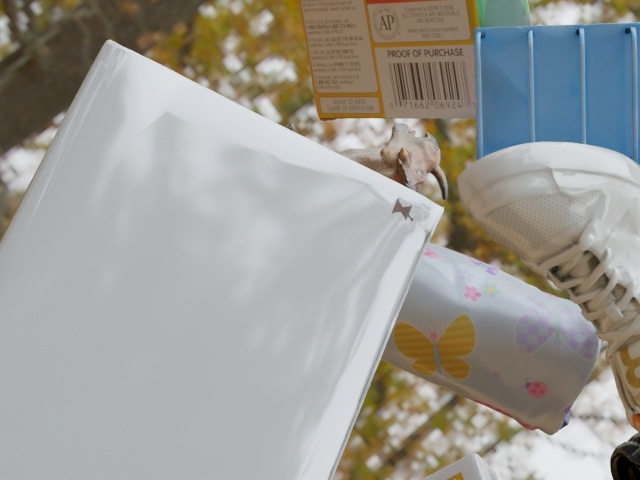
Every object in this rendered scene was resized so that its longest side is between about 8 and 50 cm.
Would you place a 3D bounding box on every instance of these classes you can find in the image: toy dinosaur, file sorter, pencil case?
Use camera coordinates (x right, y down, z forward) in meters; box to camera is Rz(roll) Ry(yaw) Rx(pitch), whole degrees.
[{"bbox_3d":[0.000,0.000,1.769,0.200,0.295,0.127,29,7,-15],"label":"toy dinosaur"},{"bbox_3d":[0.206,-0.112,1.368,0.104,0.170,0.118,-44,133,-80],"label":"file sorter"},{"bbox_3d":[0.107,0.061,1.469,0.273,0.124,0.113,24,-57,-2],"label":"pencil case"}]

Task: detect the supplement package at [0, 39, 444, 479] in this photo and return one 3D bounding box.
[{"bbox_3d":[-0.088,0.067,0.924,0.204,0.261,0.145,26,-22,-8],"label":"supplement package"}]

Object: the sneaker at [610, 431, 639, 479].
[{"bbox_3d":[0.344,0.154,1.400,0.104,0.147,0.296,51,-33,7],"label":"sneaker"}]

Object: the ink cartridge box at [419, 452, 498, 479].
[{"bbox_3d":[0.031,0.371,1.717,0.069,0.371,0.175,49,18,-47],"label":"ink cartridge box"}]

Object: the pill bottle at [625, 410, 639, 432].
[{"bbox_3d":[0.400,0.180,1.608,0.216,0.121,0.121,36,-23,35],"label":"pill bottle"}]

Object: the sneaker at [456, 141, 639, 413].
[{"bbox_3d":[0.228,0.039,1.304,0.108,0.293,0.169,-33,-128,37],"label":"sneaker"}]

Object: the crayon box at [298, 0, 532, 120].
[{"bbox_3d":[0.069,-0.270,1.511,0.203,0.083,0.322,4,-69,43],"label":"crayon box"}]
